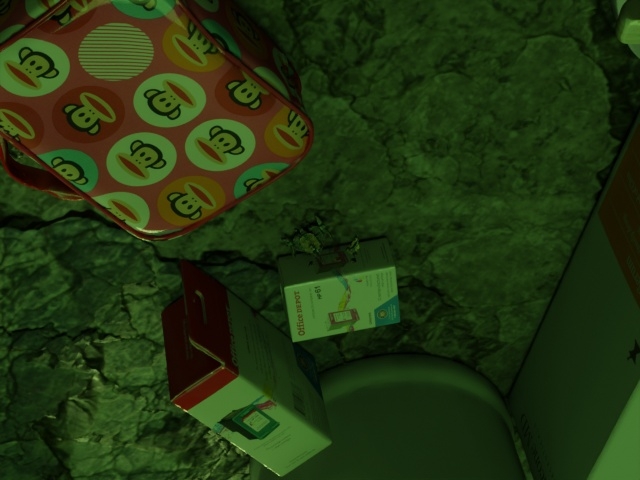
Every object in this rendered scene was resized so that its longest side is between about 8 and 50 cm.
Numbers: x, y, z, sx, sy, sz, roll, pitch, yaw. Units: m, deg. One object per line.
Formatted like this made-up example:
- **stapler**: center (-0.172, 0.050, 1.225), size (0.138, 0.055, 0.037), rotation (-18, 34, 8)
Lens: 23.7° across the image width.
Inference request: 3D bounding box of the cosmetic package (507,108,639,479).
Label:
- **cosmetic package**: center (0.367, 0.101, 1.640), size (0.161, 0.230, 0.453), rotation (5, 129, -16)

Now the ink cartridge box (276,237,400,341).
- **ink cartridge box**: center (0.019, 0.054, 1.637), size (0.122, 0.052, 0.088), rotation (-10, 133, -2)

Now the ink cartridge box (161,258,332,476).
- **ink cartridge box**: center (-0.094, 0.136, 1.630), size (0.078, 0.134, 0.231), rotation (-35, 128, 19)

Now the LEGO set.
- **LEGO set**: center (0.001, 0.003, 1.601), size (0.083, 0.023, 0.054), rotation (25, 107, -1)

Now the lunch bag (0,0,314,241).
- **lunch bag**: center (-0.177, -0.128, 1.386), size (0.258, 0.120, 0.293), rotation (-32, 130, 17)

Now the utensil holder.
- **utensil holder**: center (0.102, 0.376, 1.718), size (0.328, 0.385, 0.327), rotation (-6, 132, -7)

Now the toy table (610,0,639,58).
- **toy table**: center (0.370, -0.237, 1.386), size (0.252, 0.161, 0.274), rotation (-10, 133, -4)
